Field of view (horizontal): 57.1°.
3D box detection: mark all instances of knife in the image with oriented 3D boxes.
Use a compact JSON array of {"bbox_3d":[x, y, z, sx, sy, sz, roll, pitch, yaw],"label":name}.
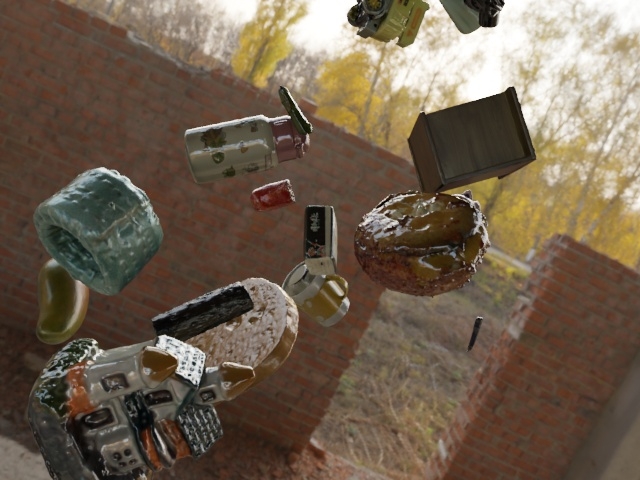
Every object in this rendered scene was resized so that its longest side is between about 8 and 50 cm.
[{"bbox_3d":[0.449,0.275,1.714,0.018,0.121,0.031,20,22,23],"label":"knife"}]

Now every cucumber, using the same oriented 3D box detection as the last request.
[{"bbox_3d":[-0.251,0.154,1.263,0.078,0.211,0.062,62,-13,14],"label":"cucumber"}]

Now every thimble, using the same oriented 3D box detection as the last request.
[{"bbox_3d":[-0.388,-0.017,1.044,0.198,0.143,0.235,45,-33,-10],"label":"thimble"}]

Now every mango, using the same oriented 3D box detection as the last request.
[{"bbox_3d":[-0.709,0.162,1.617,0.146,0.129,0.289,81,-4,-55],"label":"mango"}]

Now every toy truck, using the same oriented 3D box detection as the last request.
[{"bbox_3d":[0.176,-0.561,1.288,0.157,0.272,0.124,22,-2,-18],"label":"toy truck"}]

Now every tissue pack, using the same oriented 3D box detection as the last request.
[{"bbox_3d":[0.000,-0.001,1.604,0.090,0.170,0.103,-2,-32,8],"label":"tissue pack"}]

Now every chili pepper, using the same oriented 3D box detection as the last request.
[{"bbox_3d":[-0.136,-0.122,1.630,0.073,0.123,0.070,66,10,-53],"label":"chili pepper"}]

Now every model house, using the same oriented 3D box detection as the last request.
[{"bbox_3d":[-0.249,0.267,0.925,0.301,0.271,0.190,-17,15,-1],"label":"model house"}]

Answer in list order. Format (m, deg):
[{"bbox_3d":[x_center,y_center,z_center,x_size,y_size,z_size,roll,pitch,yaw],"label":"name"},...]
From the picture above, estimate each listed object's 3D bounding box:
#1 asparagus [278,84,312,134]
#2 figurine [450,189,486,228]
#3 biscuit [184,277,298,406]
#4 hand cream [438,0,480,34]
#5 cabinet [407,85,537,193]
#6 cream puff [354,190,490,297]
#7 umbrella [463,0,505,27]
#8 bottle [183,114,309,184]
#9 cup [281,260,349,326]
[{"bbox_3d":[-0.047,-0.234,1.062,0.108,0.025,0.021,60,-20,10],"label":"asparagus"},{"bbox_3d":[0.383,-0.045,1.904,0.287,0.176,0.186,-16,2,17],"label":"figurine"},{"bbox_3d":[-0.217,0.251,1.461,0.062,0.365,0.385,55,2,-29],"label":"biscuit"},{"bbox_3d":[0.231,-0.540,1.167,0.320,0.109,0.067,39,-19,-33],"label":"hand cream"},{"bbox_3d":[0.278,-0.182,1.134,0.175,0.148,0.215,-15,-4,1],"label":"cabinet"},{"bbox_3d":[0.184,0.010,1.057,0.240,0.164,0.240,-9,21,3],"label":"cream puff"},{"bbox_3d":[0.311,-0.516,1.057,0.110,0.272,0.122,-7,46,8],"label":"umbrella"},{"bbox_3d":[-0.149,-0.198,1.234,0.253,0.120,0.120,-12,14,-3],"label":"bottle"},{"bbox_3d":[0.007,0.194,2.186,0.226,0.241,0.185,48,43,-27],"label":"cup"}]
